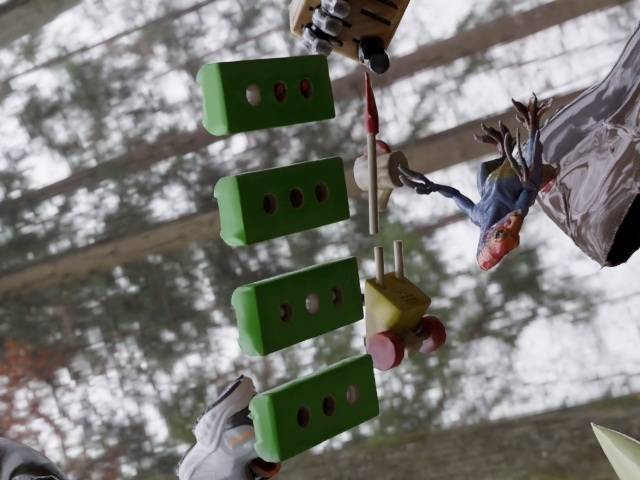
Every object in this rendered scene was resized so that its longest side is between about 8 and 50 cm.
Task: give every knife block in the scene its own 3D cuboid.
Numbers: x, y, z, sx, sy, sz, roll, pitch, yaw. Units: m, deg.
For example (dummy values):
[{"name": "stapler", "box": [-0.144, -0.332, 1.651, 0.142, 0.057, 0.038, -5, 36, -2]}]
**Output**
[{"name": "knife block", "box": [0.022, -0.204, 1.111, 0.088, 0.276, 0.242, 24, -121, -8]}]

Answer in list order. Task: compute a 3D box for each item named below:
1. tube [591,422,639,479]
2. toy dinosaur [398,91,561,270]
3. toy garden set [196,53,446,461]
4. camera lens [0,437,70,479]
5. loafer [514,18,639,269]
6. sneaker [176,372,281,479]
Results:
[{"name": "tube", "box": [0.255, 0.186, 0.865, 0.240, 0.062, 0.070, -91, -14, -83]}, {"name": "toy dinosaur", "box": [0.076, -0.017, 0.467, 0.090, 0.047, 0.082, 32, -131, -33]}, {"name": "toy garden set", "box": [0.000, 0.000, 0.820, 0.203, 0.049, 0.244, -15, -81, -52]}, {"name": "camera lens", "box": [-0.224, 0.246, 0.622, 0.219, 0.274, 0.219, 62, 180, 0]}, {"name": "loafer", "box": [0.267, -0.089, 0.821, 0.133, 0.366, 0.130, -24, -104, -24]}, {"name": "sneaker", "box": [-0.104, 0.268, 1.500, 0.108, 0.271, 0.100, 41, -119, 11]}]
